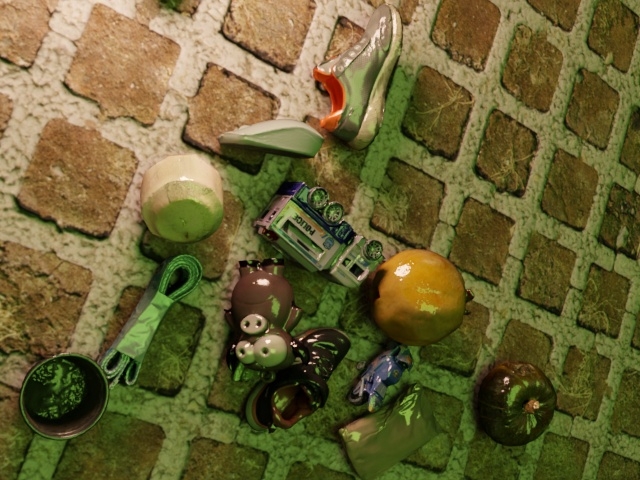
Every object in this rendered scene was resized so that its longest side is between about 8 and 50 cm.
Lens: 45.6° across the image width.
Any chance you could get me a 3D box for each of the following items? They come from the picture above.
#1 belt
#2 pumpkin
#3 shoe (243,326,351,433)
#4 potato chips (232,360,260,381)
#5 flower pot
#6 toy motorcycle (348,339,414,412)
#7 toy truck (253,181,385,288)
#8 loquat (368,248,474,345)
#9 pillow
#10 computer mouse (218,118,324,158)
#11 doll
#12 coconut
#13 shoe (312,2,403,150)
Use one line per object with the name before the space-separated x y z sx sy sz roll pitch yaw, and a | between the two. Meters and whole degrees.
belt | -0.334 0.159 1.500 0.087 0.072 0.302 37 73 -22
pumpkin | 0.508 0.410 1.937 0.219 0.162 0.218 0 91 -25
shoe | -0.035 0.297 1.636 0.291 0.137 0.114 -46 112 -22
potato chips | -0.116 0.221 1.650 0.092 0.028 0.207 29 73 -21
flower pot | -0.480 0.279 1.400 0.158 0.107 0.157 1 88 -32
toy motorcycle | 0.147 0.304 1.753 0.205 0.114 0.076 -49 113 -21
toy truck | 0.000 0.000 1.663 0.268 0.124 0.155 42 78 -21
loquat | 0.224 0.130 1.753 0.239 0.193 0.238 6 67 -15
pillow | 0.170 0.447 1.797 0.270 0.067 0.173 -27 109 -27
computer mouse | -0.101 -0.219 1.601 0.231 0.128 0.079 3 90 -33
doll | -0.114 0.165 1.582 0.117 0.182 0.257 39 48 -69
coconut | -0.266 -0.086 1.490 0.171 0.182 0.170 -4 128 -6
shoe | 0.067 -0.381 1.704 0.171 0.132 0.336 15 86 -20
